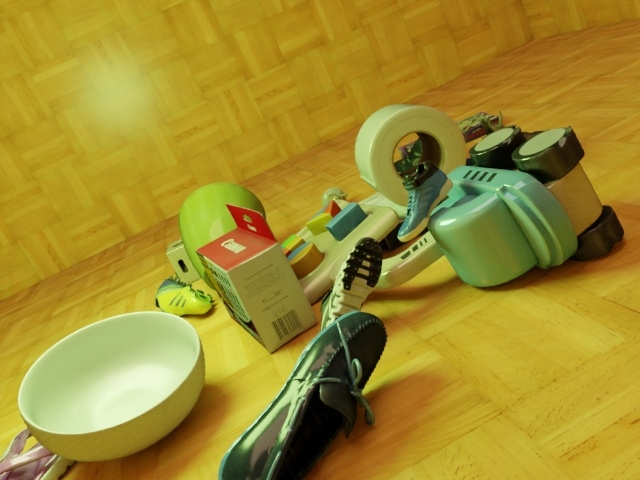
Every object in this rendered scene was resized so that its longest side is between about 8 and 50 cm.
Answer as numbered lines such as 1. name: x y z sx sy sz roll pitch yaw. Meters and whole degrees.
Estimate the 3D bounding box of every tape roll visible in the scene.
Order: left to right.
1. tape roll: 0.221 -0.216 1.453 0.246 0.246 0.169 -26 17 -2

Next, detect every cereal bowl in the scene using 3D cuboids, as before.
1. cereal bowl: -0.377 0.287 1.105 0.339 0.141 0.339 -7 29 4

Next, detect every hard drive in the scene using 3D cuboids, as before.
1. hard drive: 0.216 -0.083 1.586 0.237 0.064 0.339 -27 16 -8

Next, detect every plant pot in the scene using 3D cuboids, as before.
1. plant pot: -0.280 0.017 1.707 0.275 0.275 0.293 -24 34 3

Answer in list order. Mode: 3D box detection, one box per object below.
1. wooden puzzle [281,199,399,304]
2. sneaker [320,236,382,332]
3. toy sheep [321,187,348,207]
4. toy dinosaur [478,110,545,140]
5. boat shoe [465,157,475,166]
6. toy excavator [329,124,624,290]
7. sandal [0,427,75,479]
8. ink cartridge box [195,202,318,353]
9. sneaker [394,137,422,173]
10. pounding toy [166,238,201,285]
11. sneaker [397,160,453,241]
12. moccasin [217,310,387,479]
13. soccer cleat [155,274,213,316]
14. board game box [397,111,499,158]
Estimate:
1. wooden puzzle: 0.000 0.000 1.495 0.322 0.080 0.348 -42 21 -10
2. sneaker: 0.048 0.103 1.105 0.106 0.078 0.234 -14 56 66
3. toy sheep: 0.047 -0.136 1.943 0.091 0.091 0.132 -26 3 -3
4. toy dinosaur: 0.545 -0.250 1.542 0.313 0.121 0.160 6 0 -15
5. boat shoe: 0.404 -0.170 1.509 0.258 0.109 0.089 -11 21 43
6. toy excavator: 0.252 -0.007 1.117 0.445 0.222 0.433 -36 17 -7
7. sandal: -0.548 0.400 1.139 0.169 0.102 0.416 -11 22 38
8. ink cartridge box: -0.169 0.069 1.308 0.130 0.272 0.309 -30 17 -18
9. sneaker: 0.344 -0.294 1.926 0.107 0.124 0.283 -36 20 -34
10. pounding toy: -0.470 0.035 1.976 0.094 0.181 0.206 -26 17 -3
11. sneaker: 0.169 -0.077 1.052 0.152 0.084 0.058 -52 18 -10
12. moccasin: 0.009 0.248 0.831 0.117 0.138 0.342 3 46 49
13. soccer cleat: -0.392 0.181 1.647 0.289 0.093 0.121 12 70 56
14. board game box: 0.469 -0.377 2.138 0.347 0.056 0.208 -23 21 5
